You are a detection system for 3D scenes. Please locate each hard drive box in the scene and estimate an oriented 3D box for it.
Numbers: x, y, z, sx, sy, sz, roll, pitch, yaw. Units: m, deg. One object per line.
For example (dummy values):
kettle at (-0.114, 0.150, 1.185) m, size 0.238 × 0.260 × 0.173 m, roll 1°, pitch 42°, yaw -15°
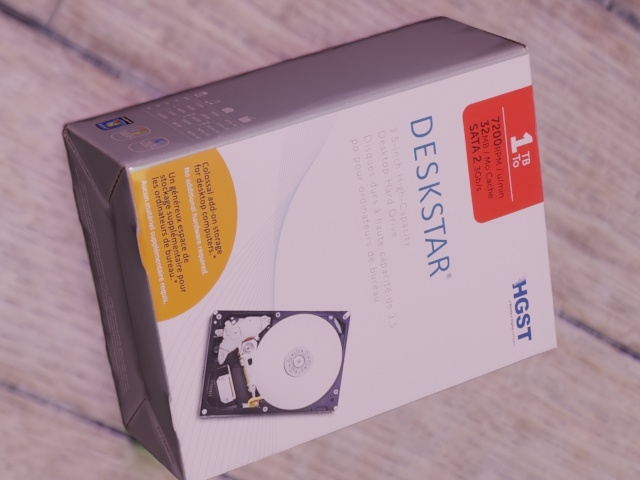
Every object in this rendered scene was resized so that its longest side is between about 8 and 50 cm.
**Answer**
hard drive box at (0.000, 0.000, 0.986) m, size 0.232 × 0.089 × 0.181 m, roll -19°, pitch 114°, yaw -23°
